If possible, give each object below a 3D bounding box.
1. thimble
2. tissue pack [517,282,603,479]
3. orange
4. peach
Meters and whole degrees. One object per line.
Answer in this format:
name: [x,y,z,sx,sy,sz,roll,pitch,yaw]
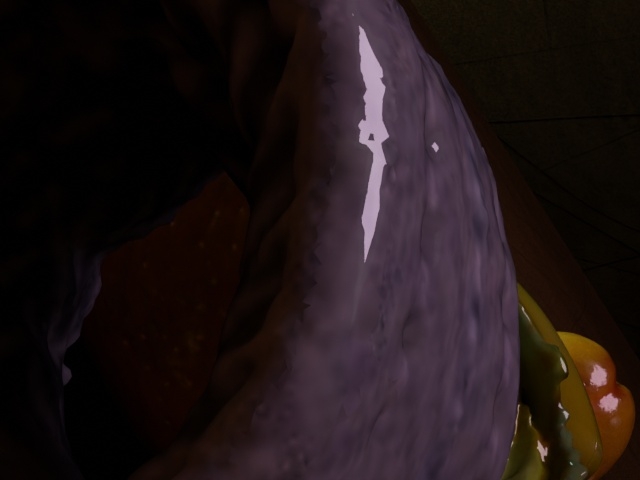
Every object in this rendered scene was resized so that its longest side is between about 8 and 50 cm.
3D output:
thimble: [-0.050,0.021,0.551,0.157,0.217,0.245,41,35,-56]
tissue pack: [0.123,0.110,1.323,0.127,0.123,0.178,40,21,-50]
orange: [-0.008,0.005,0.846,0.262,0.196,0.334,18,36,-52]
peach: [0.198,0.144,1.564,0.138,0.138,0.138,56,11,-17]
